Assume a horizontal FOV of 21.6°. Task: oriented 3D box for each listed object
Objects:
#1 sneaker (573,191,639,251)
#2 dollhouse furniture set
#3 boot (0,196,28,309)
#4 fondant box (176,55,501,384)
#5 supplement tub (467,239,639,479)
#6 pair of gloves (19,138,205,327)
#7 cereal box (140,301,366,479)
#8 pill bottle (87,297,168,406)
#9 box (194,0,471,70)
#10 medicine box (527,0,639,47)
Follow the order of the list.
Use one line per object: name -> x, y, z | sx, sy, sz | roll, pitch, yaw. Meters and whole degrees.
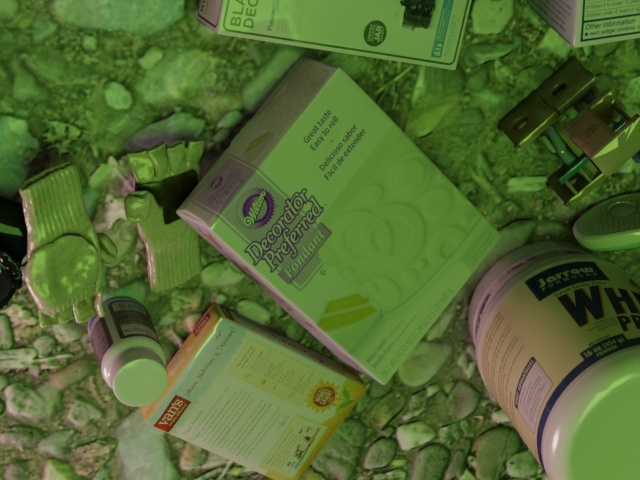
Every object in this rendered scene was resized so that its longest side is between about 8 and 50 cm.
sneaker -> 0.450, 0.013, 2.177 | 0.255, 0.094, 0.151 | -12, 124, -11
dollhouse furniture set -> 0.325, -0.104, 2.013 | 0.129, 0.184, 0.129 | -42, 123, 6
boot -> -0.445, 0.032, 1.875 | 0.207, 0.094, 0.246 | 32, 98, -27
fondant box -> 0.028, -0.019, 1.977 | 0.330, 0.096, 0.238 | 43, 82, -31
supplement tub -> 0.331, 0.161, 2.078 | 0.235, 0.325, 0.235 | -8, 120, -15
pair of gloves -> -0.230, -0.007, 1.914 | 0.240, 0.042, 0.204 | -19, 126, -33
cereal box -> -0.084, 0.197, 2.121 | 0.240, 0.047, 0.173 | 29, 105, -29
pill bottle -> -0.226, 0.132, 1.982 | 0.078, 0.137, 0.078 | -8, 120, -14
box -> 0.022, -0.292, 1.849 | 0.290, 0.087, 0.169 | 7, 106, -22
medicine box -> 0.384, -0.390, 1.897 | 0.263, 0.149, 0.289 | -9, 120, -14
